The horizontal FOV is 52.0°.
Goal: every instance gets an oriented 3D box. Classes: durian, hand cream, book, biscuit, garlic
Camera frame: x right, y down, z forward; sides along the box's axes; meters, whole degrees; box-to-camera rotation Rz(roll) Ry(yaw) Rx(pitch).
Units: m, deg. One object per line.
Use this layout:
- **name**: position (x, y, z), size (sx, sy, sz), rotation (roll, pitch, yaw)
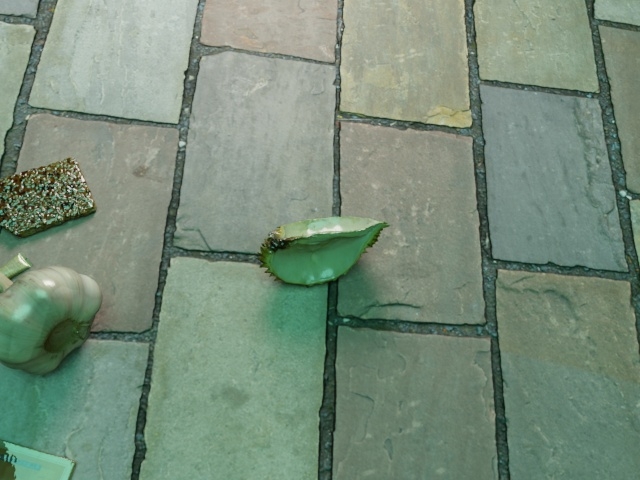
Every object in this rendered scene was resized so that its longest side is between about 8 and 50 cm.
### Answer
- **durian**: position (0.000, 0.000, 1.265), size (0.252, 0.139, 0.144), rotation (-1, 63, -9)
- **hand cream**: position (-0.583, 0.063, 1.205), size (0.035, 0.022, 0.102), rotation (44, 62, 9)
- **book**: position (-0.519, 0.451, 1.048), size (0.170, 0.018, 0.241), rotation (17, 65, -2)
- **biscuit**: position (-0.566, -0.072, 1.261), size (0.237, 0.026, 0.131), rotation (-22, 71, -19)
- **garlic**: position (-0.501, 0.102, 1.125), size (0.226, 0.199, 0.199), rotation (34, 65, 25)
